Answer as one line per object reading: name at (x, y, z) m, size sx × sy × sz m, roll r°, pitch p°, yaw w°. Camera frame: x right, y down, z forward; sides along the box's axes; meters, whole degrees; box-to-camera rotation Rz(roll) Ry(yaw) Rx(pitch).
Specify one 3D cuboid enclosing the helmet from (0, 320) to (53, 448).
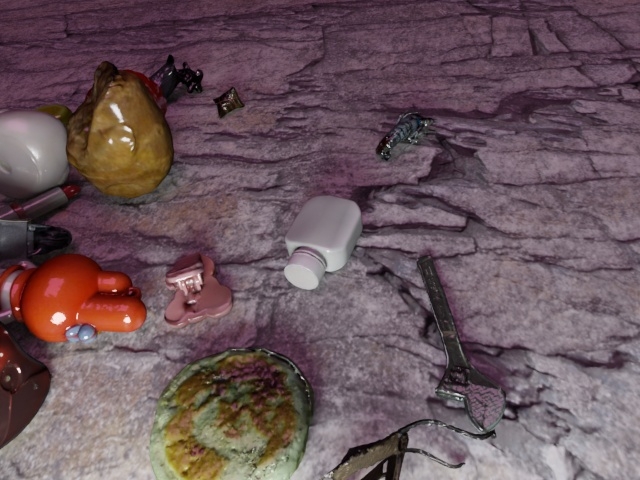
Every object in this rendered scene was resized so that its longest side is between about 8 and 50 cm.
helmet at (-0.524, 0.213, 0.712) m, size 0.190 × 0.193 × 0.215 m, roll -3°, pitch 87°, yaw 8°

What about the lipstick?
lipstick at (-0.623, -0.078, 1.100) m, size 0.057 × 0.063 × 0.186 m, roll 28°, pitch 50°, yaw 31°

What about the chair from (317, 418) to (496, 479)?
chair at (0.069, 0.280, 0.545) m, size 0.213 × 0.174 × 0.149 m, roll 11°, pitch 51°, yaw 5°

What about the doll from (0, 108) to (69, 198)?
doll at (-0.678, -0.215, 1.158) m, size 0.251 × 0.221 × 0.221 m, roll -28°, pitch 36°, yaw 30°

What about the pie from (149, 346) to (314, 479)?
pie at (-0.123, 0.248, 0.684) m, size 0.241 × 0.054 × 0.240 m, roll -4°, pitch 45°, yaw 4°

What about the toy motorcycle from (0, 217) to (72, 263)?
toy motorcycle at (-0.627, -0.002, 0.947) m, size 0.263 × 0.090 × 0.157 m, roll -3°, pitch 7°, yaw -42°

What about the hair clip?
hair clip at (-0.225, 0.084, 0.883) m, size 0.123 × 0.102 × 0.138 m, roll -18°, pitch 13°, yaw -10°

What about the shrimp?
shrimp at (0.197, -0.242, 1.101) m, size 0.082 × 0.076 × 0.174 m, roll 43°, pitch 63°, yaw 14°

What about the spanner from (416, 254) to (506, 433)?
spanner at (0.198, 0.137, 0.755) m, size 0.093 × 0.026 × 0.325 m, roll -8°, pitch 44°, yaw 1°

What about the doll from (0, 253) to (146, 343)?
doll at (-0.433, 0.097, 0.839) m, size 0.291 × 0.129 × 0.161 m, roll 4°, pitch 44°, yaw 1°

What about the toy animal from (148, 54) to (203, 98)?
toy animal at (-0.446, -0.446, 1.391) m, size 0.210 × 0.117 × 0.121 m, roll -33°, pitch 55°, yaw -24°

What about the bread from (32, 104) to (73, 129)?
bread at (-0.746, -0.319, 1.348) m, size 0.130 × 0.071 × 0.139 m, roll 29°, pitch 55°, yaw 29°

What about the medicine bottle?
medicine bottle at (0.000, 0.000, 0.896) m, size 0.119 × 0.069 × 0.183 m, roll 11°, pitch 48°, yaw 19°

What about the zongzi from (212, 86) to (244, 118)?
zongzi at (-0.261, -0.374, 1.330) m, size 0.083 × 0.067 × 0.073 m, roll -42°, pitch 58°, yaw -6°

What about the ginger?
ginger at (-0.416, -0.219, 1.069) m, size 0.269 × 0.223 × 0.200 m, roll -38°, pitch 48°, yaw 28°

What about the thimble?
thimble at (-0.491, -0.329, 1.238) m, size 0.190 × 0.163 × 0.125 m, roll -14°, pitch 33°, yaw 40°
